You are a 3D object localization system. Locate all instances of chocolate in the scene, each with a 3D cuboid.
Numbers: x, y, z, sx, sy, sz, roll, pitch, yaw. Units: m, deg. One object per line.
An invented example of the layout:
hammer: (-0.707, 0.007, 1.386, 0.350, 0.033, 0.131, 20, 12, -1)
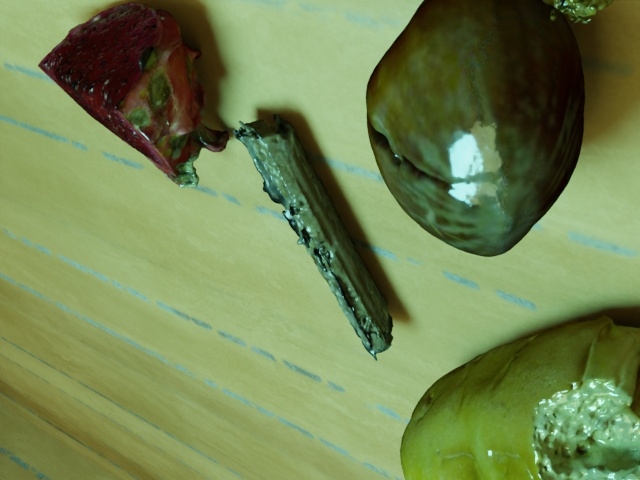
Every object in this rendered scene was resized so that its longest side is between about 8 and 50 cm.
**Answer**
chocolate: (0.004, -0.004, 1.050, 0.329, 0.065, 0.102, 60, 177, -27)

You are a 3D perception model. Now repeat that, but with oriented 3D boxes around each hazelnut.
hazelnut: (0.117, -0.095, 0.701, 0.181, 0.181, 0.212, 27, 146, 21)

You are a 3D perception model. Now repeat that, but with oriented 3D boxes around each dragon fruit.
dragon fruit: (-0.188, -0.163, 1.034, 0.262, 0.134, 0.211, 32, 163, 47)

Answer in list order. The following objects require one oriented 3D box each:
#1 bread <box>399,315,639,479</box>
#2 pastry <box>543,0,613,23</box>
bread: (0.218, 0.192, 0.933, 0.148, 0.195, 0.344, 27, 151, -14)
pastry: (0.158, -0.217, 0.614, 0.140, 0.080, 0.056, 54, 175, -6)
